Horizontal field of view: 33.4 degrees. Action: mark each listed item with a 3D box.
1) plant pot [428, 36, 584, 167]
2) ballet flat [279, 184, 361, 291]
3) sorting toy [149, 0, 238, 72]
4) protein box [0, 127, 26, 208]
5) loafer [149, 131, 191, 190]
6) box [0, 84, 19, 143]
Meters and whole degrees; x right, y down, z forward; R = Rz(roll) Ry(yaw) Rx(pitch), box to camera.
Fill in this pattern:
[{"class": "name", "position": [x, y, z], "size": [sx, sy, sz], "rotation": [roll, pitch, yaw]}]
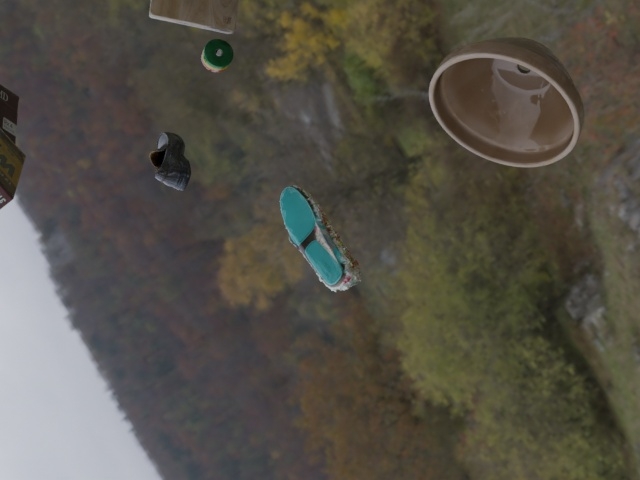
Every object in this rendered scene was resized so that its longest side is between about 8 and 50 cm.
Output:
[{"class": "plant pot", "position": [0.292, -0.229, 1.618], "size": [0.237, 0.109, 0.237], "rotation": [20, 149, 13]}, {"class": "ballet flat", "position": [0.000, 0.000, 1.991], "size": [0.077, 0.091, 0.241], "rotation": [10, -136, -50]}, {"class": "sorting toy", "position": [-0.193, -0.394, 1.645], "size": [0.046, 0.132, 0.274], "rotation": [143, 133, -68]}, {"class": "protein box", "position": [-0.482, -0.067, 1.284], "size": [0.136, 0.200, 0.201], "rotation": [51, -176, -22]}, {"class": "loafer", "position": [-0.285, -0.156, 1.968], "size": [0.061, 0.062, 0.170], "rotation": [14, -155, -27]}, {"class": "box", "position": [-0.654, -0.183, 1.879], "size": [0.168, 0.167, 0.203], "rotation": [38, -133, -61]}]
